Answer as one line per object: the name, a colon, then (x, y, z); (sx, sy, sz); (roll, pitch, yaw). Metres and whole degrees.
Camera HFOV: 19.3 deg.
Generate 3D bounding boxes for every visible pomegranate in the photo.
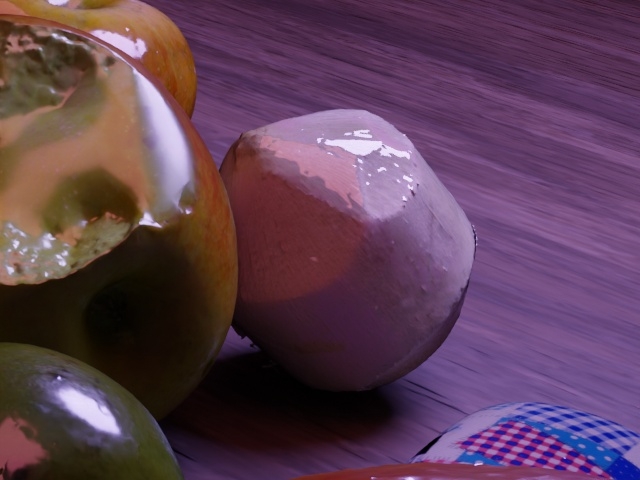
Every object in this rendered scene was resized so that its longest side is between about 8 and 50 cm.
pomegranate: (-0.130, 0.145, 0.787); (0.248, 0.202, 0.202); (33, 0, -40)

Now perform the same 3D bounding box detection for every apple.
apple: (-0.165, 0.002, 1.055); (0.246, 0.246, 0.226); (-5, 28, -27)
apple: (-0.219, -0.118, 1.474); (0.235, 0.173, 0.210); (19, 18, 9)

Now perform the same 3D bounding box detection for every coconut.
coconut: (0.000, 0.000, 1.180); (0.183, 0.171, 0.171); (46, 3, -27)

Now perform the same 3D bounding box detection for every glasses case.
glasses case: (0.084, 0.160, 0.937); (0.125, 0.076, 0.327); (16, 24, 22)

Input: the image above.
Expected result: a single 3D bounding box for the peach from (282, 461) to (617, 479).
peach: (-0.013, 0.211, 0.464); (0.242, 0.380, 0.306); (8, 47, 3)
